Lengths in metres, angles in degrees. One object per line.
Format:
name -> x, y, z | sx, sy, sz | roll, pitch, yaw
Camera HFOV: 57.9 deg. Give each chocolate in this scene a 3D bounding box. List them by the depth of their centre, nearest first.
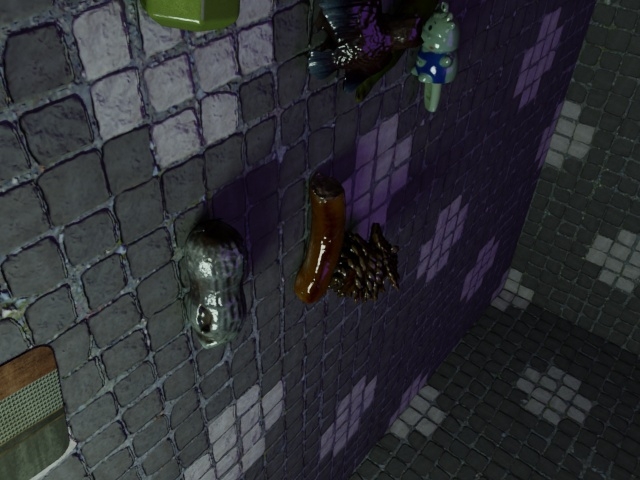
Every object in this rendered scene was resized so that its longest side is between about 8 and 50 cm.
chocolate -> -0.175, 0.076, 0.978 | 0.110, 0.110, 0.248 | -30, 140, -44

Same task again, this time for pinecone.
pinecone -> 0.099, 0.059, 1.355 | 0.195, 0.150, 0.179 | -32, 105, -26

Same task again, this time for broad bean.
broad bean -> 0.153, -0.406, 1.127 | 0.339, 0.061, 0.077 | -54, 163, -13

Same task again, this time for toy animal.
toy animal -> 0.077, -0.322, 0.960 | 0.218, 0.179, 0.116 | 67, 32, -57

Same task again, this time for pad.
pad -> -0.372, 0.253, 0.861 | 0.323, 0.055, 0.250 | -16, 130, -31

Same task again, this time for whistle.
whistle -> 0.253, -0.398, 1.268 | 0.092, 0.110, 0.244 | -11, 133, -16

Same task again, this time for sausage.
sausage -> 0.003, -0.001, 1.235 | 0.103, 0.076, 0.302 | -22, 133, -40

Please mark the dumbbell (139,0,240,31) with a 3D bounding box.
dumbbell -> -0.138, -0.383, 0.615 | 0.108, 0.121, 0.302 | -7, 126, -23
